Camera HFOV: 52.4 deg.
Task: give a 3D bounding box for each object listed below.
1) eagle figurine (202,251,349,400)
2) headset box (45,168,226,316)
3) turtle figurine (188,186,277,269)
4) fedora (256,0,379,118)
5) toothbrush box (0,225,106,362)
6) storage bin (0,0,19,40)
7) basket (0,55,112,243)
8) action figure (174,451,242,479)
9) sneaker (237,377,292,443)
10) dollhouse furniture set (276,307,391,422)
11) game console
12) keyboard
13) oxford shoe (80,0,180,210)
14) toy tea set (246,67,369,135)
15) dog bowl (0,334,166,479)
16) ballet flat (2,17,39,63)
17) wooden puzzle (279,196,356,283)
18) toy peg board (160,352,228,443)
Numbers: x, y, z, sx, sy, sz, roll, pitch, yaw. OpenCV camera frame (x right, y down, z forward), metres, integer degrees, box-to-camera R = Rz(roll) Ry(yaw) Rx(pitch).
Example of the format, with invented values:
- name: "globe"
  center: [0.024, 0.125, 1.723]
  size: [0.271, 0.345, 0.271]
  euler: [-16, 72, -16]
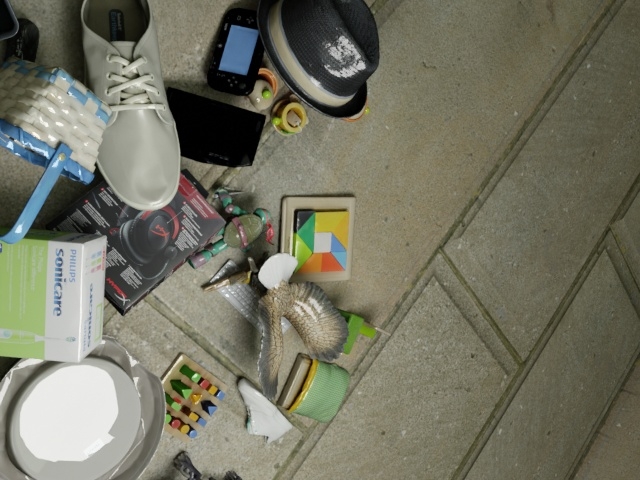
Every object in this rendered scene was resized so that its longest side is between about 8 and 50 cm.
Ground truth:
- name: "eagle figurine"
  center: [-0.086, 0.178, 1.494]
  size: [0.298, 0.226, 0.225]
  euler: [59, 15, 11]
- name: "headset box"
  center: [-0.348, -0.030, 1.285]
  size: [0.218, 0.110, 0.293]
  euler: [47, 68, -4]
- name: "turtle figurine"
  center: [-0.197, -0.032, 1.454]
  size: [0.234, 0.118, 0.175]
  euler: [-26, 114, -24]
- name: "fedora"
  center: [0.024, -0.437, 1.399]
  size: [0.334, 0.152, 0.334]
  euler: [21, 57, -35]
- name: "toothbrush box"
  center: [-0.533, 0.086, 1.127]
  size: [0.283, 0.122, 0.206]
  euler: [5, 98, 1]
- name: "storage bin"
  center: [-0.572, -0.364, 1.092]
  size: [0.135, 0.091, 0.098]
  euler: [-20, 112, -5]
- name: "basket"
  center: [-0.503, -0.151, 1.100]
  size: [0.289, 0.254, 0.201]
  euler: [-58, 143, -11]
- name: "action figure"
  center: [-0.299, 0.586, 1.483]
  size: [0.275, 0.140, 0.164]
  euler: [33, 81, -52]
- name: "sneaker"
  center: [-0.154, 0.430, 1.603]
  size: [0.094, 0.080, 0.212]
  euler: [-41, 122, -10]
- name: "dollhouse furniture set"
  center: [0.045, 0.339, 1.680]
  size: [0.197, 0.151, 0.302]
  euler: [29, 82, -37]
- name: "game console"
  center: [-0.206, -0.333, 1.375]
  size: [0.213, 0.044, 0.362]
  euler: [15, 76, -5]
- name: "keyboard"
  center: [-0.164, 0.153, 1.572]
  size: [0.072, 0.014, 0.256]
  euler: [-51, 124, -18]
- name: "oxford shoe"
  center: [-0.356, -0.278, 1.201]
  size: [0.169, 0.130, 0.450]
  euler: [-9, 89, -22]
- name: "toy tea set"
  center: [-0.019, -0.347, 1.511]
  size: [0.336, 0.124, 0.200]
  euler: [-27, 114, -30]
- name: "dog bowl"
  center: [-0.488, 0.351, 1.290]
  size: [0.348, 0.102, 0.349]
  euler: [-2, 93, -36]
- name: "ballet flat"
  center: [-0.552, -0.315, 1.177]
  size: [0.057, 0.049, 0.173]
  euler: [12, 98, -62]
- name: "wooden puzzle"
  center: [0.000, 0.000, 1.646]
  size: [0.238, 0.044, 0.221]
  euler: [-3, 101, -37]
- name: "toy peg board"
  center: [-0.296, 0.371, 1.476]
  size: [0.161, 0.079, 0.161]
  euler: [46, 72, -33]
